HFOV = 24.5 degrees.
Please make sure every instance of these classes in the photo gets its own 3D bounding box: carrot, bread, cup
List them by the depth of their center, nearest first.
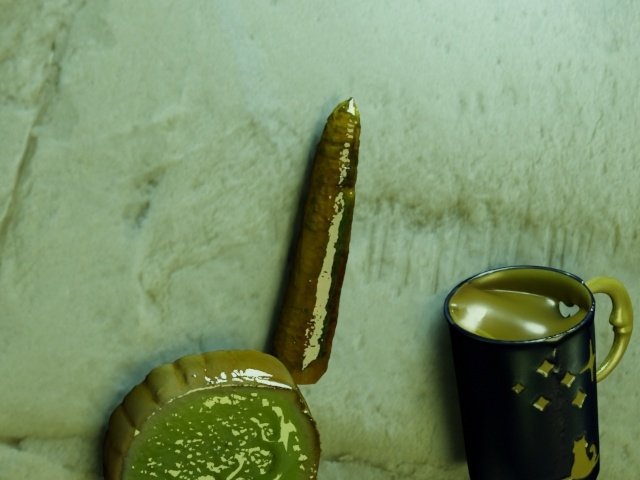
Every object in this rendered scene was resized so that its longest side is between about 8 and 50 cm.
[{"bbox_3d":[-0.110,0.224,1.525,0.236,0.070,0.236,-7,111,-18],"label":"bread"},{"bbox_3d":[0.000,0.000,1.589,0.066,0.066,0.314,3,99,-40],"label":"carrot"},{"bbox_3d":[0.289,0.173,1.779,0.254,0.178,0.256,-13,118,-6],"label":"cup"}]
